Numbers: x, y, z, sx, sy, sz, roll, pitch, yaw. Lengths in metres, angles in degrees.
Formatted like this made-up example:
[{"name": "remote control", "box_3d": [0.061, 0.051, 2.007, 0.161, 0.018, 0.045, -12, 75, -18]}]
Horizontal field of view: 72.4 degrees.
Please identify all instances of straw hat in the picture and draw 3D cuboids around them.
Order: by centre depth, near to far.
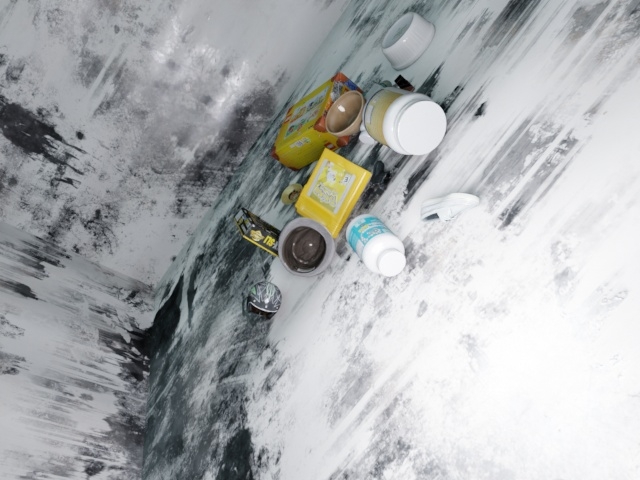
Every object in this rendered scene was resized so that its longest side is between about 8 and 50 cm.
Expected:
[{"name": "straw hat", "box_3d": [-0.139, -0.238, 2.384, 0.145, 0.061, 0.144, -20, 52, 28]}]

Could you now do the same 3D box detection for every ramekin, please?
[{"name": "ramekin", "box_3d": [0.419, -0.992, 2.157, 0.273, 0.127, 0.272, -39, 33, 32]}]

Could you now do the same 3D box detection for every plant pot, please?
[{"name": "plant pot", "box_3d": [0.145, -0.599, 2.133, 0.237, 0.110, 0.237, -22, 57, 37]}]

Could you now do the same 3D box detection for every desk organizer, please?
[{"name": "desk organizer", "box_3d": [0.386, -0.719, 2.023, 0.047, 0.050, 0.130, -46, 31, 23]}]

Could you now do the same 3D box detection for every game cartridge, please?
[{"name": "game cartridge", "box_3d": [0.042, -0.213, 1.932, 0.285, 0.053, 0.323, 37, 103, 38]}]

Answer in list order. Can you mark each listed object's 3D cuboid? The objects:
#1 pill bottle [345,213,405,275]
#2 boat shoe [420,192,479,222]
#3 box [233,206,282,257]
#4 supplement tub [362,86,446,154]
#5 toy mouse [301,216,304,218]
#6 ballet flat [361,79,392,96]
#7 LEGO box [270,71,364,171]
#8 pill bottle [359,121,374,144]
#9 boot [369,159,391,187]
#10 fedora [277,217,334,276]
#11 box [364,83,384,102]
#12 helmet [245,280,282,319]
[{"name": "pill bottle", "box_3d": [0.194, 0.019, 1.508, 0.146, 0.146, 0.264, -53, 29, 11]}, {"name": "boat shoe", "box_3d": [0.400, -0.092, 1.373, 0.228, 0.079, 0.081, -8, 65, 61]}, {"name": "box", "box_3d": [-0.231, -0.011, 2.032, 0.079, 0.322, 0.257, -55, 29, 4]}, {"name": "supplement tub", "box_3d": [0.318, -0.462, 1.691, 0.228, 0.228, 0.316, -53, 28, 11]}, {"name": "toy mouse", "box_3d": [-0.050, -0.147, 2.182, 0.143, 0.031, 0.161, -41, 32, 29]}, {"name": "ballet flat", "box_3d": [0.279, -0.747, 2.225, 0.213, 0.072, 0.068, -15, 23, 52]}, {"name": "LEGO box", "box_3d": [-0.029, -0.652, 2.470, 0.500, 0.193, 0.372, -15, 51, 52]}, {"name": "pill bottle", "box_3d": [0.244, -0.539, 2.020, 0.103, 0.103, 0.184, -3, 60, 57]}, {"name": "boot", "box_3d": [0.254, -0.275, 1.806, 0.099, 0.045, 0.121, 12, 80, 63]}, {"name": "fedora", "box_3d": [-0.052, 0.020, 1.868, 0.124, 0.244, 0.275, -51, -16, -67]}, {"name": "box", "box_3d": [0.279, -0.680, 2.102, 0.102, 0.101, 0.087, -52, 29, 13]}, {"name": "helmet", "box_3d": [-0.251, 0.265, 1.965, 0.169, 0.170, 0.161, -90, 24, -44]}]
